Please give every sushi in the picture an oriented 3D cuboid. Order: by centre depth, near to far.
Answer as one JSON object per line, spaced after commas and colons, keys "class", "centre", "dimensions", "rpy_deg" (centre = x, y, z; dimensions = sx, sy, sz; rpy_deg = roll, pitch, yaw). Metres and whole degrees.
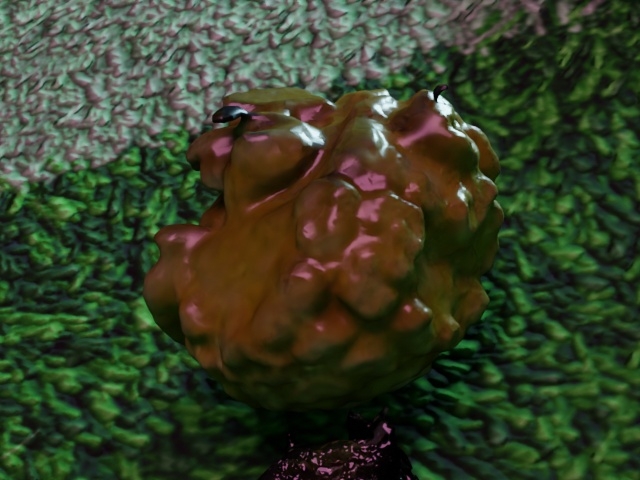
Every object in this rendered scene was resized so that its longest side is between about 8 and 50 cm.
{"class": "sushi", "centre": [0.010, 0.138, 1.037], "dimensions": [0.083, 0.056, 0.084], "rpy_deg": [-21, 37, 10]}

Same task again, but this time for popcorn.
{"class": "popcorn", "centre": [0.001, -0.001, 1.118], "dimensions": [0.189, 0.169, 0.218], "rpy_deg": [8, 38, 29]}
